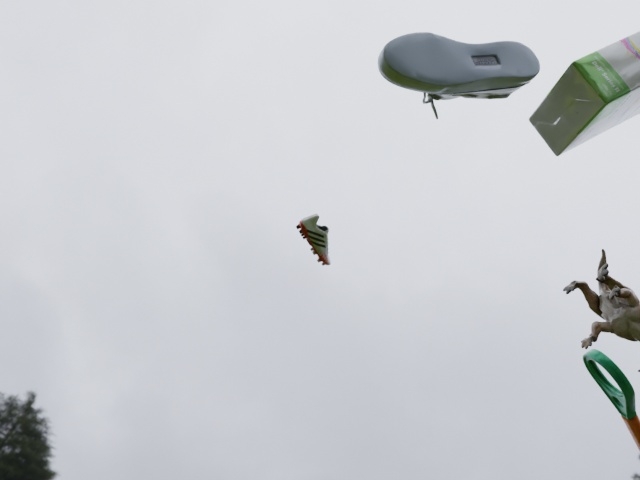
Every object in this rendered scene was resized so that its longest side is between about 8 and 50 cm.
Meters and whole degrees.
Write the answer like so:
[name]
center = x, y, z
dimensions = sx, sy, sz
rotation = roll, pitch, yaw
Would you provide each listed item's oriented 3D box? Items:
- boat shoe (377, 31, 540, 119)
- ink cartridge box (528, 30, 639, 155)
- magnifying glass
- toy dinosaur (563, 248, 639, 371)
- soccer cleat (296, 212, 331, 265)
[boat shoe]
center = 0.269, -0.338, 1.184
dimensions = 0.366, 0.136, 0.156
rotation = -9, -20, -23
[ink cartridge box]
center = 0.668, -0.347, 1.251
dimensions = 0.119, 0.353, 0.207
rotation = 58, -18, 17
[magnifying glass]
center = 0.512, 0.278, 0.954
dimensions = 0.026, 0.092, 0.231
rotation = -36, -73, -2
[toy dinosaur]
center = 0.629, 0.157, 1.149
dimensions = 0.200, 0.296, 0.127
rotation = 25, -56, -13
[soccer cleat]
center = 0.000, 0.000, 0.726
dimensions = 0.035, 0.029, 0.083
rotation = -32, -55, 0
